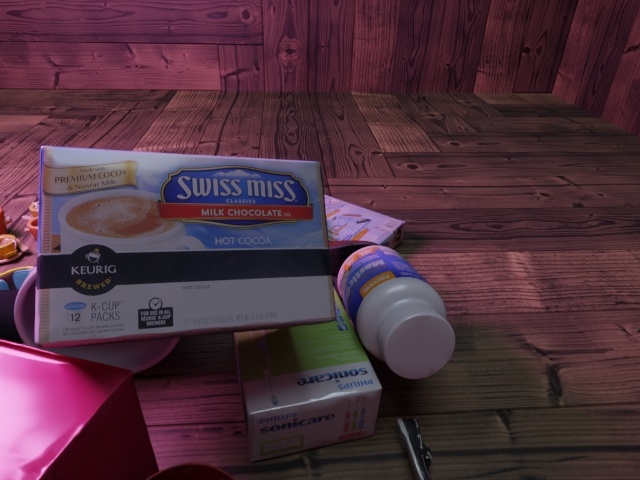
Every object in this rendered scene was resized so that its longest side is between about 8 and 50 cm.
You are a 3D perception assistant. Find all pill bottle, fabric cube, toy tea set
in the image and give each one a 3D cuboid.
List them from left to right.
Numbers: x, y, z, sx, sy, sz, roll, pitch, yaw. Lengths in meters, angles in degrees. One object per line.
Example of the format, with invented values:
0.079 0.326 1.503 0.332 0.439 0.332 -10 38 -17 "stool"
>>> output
-0.368 0.297 0.515 0.255 0.257 0.259 9 32 13 "fabric cube"
-0.780 -0.076 1.223 0.200 0.124 0.336 19 36 26 "toy tea set"
0.126 0.118 0.797 0.153 0.152 0.272 -3 17 -8 "pill bottle"

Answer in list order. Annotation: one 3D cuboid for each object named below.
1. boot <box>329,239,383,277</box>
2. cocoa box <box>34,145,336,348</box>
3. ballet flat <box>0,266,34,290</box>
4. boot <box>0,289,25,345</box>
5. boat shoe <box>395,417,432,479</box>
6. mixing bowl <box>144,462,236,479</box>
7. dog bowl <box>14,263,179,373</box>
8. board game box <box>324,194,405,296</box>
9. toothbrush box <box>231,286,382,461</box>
0.000 0.000 1.085 0.265 0.096 0.280 -13 28 -5 "boot"
-0.184 0.020 0.643 0.348 0.227 0.231 -1 -12 -22 "cocoa box"
-0.661 0.091 0.999 0.231 0.077 0.077 -9 18 1 "ballet flat"
-0.654 0.027 0.758 0.367 0.444 0.146 -20 38 -31 "boot"
0.151 0.326 0.698 0.038 0.046 0.125 -8 24 -6 "boat shoe"
-0.173 0.366 0.532 0.182 0.098 0.181 21 50 -27 "mixing bowl"
-0.376 0.111 0.807 0.265 0.264 0.104 -6 27 -12 "dog bowl"
0.010 -0.010 1.212 0.318 0.065 0.319 23 38 30 "board game box"
-0.043 0.209 0.802 0.207 0.122 0.283 -6 32 -15 "toothbrush box"
